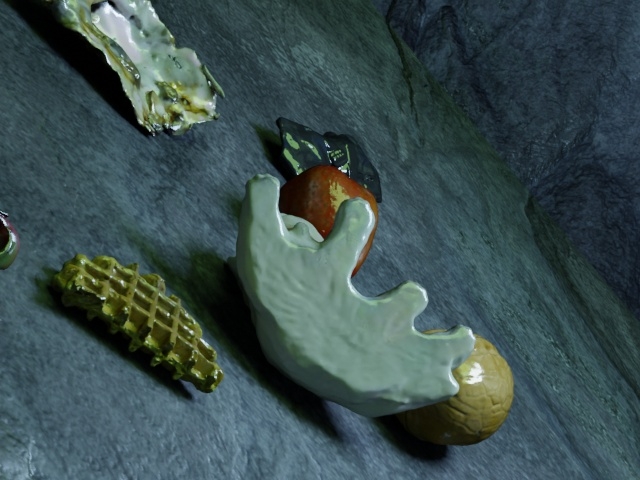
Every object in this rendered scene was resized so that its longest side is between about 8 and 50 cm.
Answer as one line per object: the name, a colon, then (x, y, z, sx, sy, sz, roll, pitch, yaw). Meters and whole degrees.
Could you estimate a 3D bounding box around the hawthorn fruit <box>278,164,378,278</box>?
hawthorn fruit: (0.000, 0.000, 1.795, 0.162, 0.162, 0.204, 39, 43, -24)

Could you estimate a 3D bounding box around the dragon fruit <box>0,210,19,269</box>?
dragon fruit: (-0.346, -0.019, 1.019, 0.273, 0.218, 0.198, -69, 159, -75)

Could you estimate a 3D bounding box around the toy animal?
toy animal: (0.022, 0.089, 1.598, 0.307, 0.188, 0.266, 9, 70, -20)

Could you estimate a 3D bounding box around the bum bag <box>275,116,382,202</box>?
bum bag: (0.015, -0.136, 2.190, 0.310, 0.074, 0.137, 9, 52, -60)

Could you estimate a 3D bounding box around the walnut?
walnut: (0.175, 0.197, 1.734, 0.197, 0.165, 0.165, 10, 40, -49)

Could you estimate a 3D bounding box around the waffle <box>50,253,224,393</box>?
waffle: (-0.191, 0.084, 1.339, 0.192, 0.046, 0.161, 19, 33, -53)

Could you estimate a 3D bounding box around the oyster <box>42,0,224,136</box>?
oyster: (-0.289, -0.283, 1.812, 0.355, 0.107, 0.201, 55, 37, -16)
